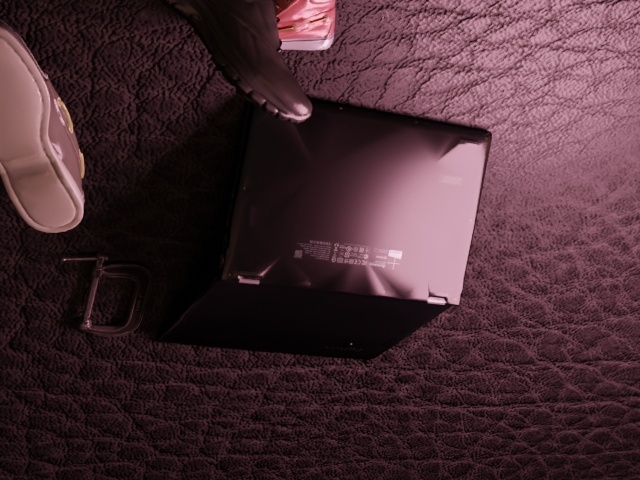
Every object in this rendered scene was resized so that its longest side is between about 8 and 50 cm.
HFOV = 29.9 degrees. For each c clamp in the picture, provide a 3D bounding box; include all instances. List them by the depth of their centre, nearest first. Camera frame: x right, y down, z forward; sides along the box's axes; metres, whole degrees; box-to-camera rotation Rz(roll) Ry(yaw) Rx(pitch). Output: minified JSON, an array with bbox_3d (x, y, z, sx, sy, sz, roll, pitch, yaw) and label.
[{"bbox_3d":[-0.313,0.080,1.730,0.137,0.022,0.161,-4,129,-24],"label":"c clamp"}]

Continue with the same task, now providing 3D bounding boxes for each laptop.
[{"bbox_3d":[0.000,0.000,1.775,0.382,0.236,0.408,7,98,-26],"label":"laptop"}]

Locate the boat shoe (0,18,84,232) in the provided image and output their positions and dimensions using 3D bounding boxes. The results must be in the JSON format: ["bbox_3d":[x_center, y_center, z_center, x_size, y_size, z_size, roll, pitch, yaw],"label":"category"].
[{"bbox_3d":[-0.364,-0.148,1.467,0.109,0.091,0.305,-10,132,4],"label":"boat shoe"}]

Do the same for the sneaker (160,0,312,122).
[{"bbox_3d":[-0.091,-0.264,1.402,0.130,0.109,0.286,-39,104,-1],"label":"sneaker"}]

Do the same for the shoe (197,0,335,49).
[{"bbox_3d":[-0.064,-0.280,1.485,0.178,0.063,0.081,-5,126,-19],"label":"shoe"}]
